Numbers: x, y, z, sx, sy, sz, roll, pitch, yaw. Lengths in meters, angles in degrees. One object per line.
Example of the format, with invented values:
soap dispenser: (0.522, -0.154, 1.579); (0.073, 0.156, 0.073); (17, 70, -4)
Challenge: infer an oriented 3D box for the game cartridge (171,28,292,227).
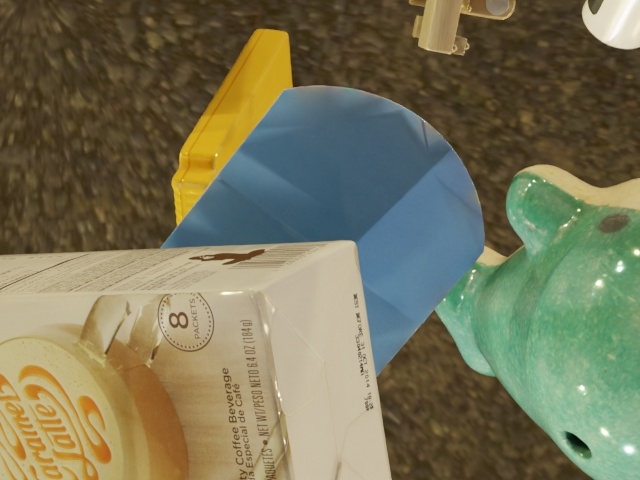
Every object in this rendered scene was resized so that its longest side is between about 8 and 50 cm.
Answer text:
game cartridge: (-0.082, -0.017, 1.628); (0.052, 0.285, 0.324); (6, 126, 14)

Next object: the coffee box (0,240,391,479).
coffee box: (-0.101, 0.080, 0.741); (0.246, 0.098, 0.141); (-3, 102, 29)

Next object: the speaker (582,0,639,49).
speaker: (0.229, -0.196, 1.060); (0.055, 0.136, 0.055); (7, 54, -10)

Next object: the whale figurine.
whale figurine: (0.147, 0.061, 0.863); (0.141, 0.272, 0.216); (-44, 117, -27)

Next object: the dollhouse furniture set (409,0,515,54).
dollhouse furniture set: (0.161, -0.246, 1.473); (0.123, 0.151, 0.144); (9, 100, -7)

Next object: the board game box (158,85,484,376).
board game box: (0.000, 0.000, 0.793); (0.133, 0.033, 0.169); (35, 105, -15)
